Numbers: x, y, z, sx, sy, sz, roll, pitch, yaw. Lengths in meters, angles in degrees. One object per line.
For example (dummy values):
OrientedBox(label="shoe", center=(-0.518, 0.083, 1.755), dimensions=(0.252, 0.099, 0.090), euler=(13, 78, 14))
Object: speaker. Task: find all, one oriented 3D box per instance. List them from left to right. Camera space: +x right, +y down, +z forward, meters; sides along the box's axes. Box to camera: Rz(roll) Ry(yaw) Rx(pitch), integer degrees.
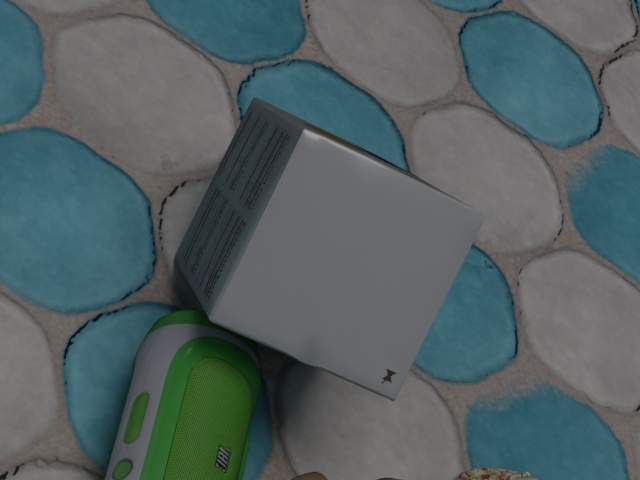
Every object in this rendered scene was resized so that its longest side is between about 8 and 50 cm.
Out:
OrientedBox(label="speaker", center=(-0.134, 0.211, 1.457), dimensions=(0.131, 0.131, 0.296), euler=(25, 48, -16))

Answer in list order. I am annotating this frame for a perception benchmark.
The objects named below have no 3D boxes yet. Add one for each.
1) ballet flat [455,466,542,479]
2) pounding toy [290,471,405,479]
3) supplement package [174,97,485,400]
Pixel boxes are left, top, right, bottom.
OrientedBox(label="ballet flat", center=(0.257, 0.296, 1.683), dimensions=(0.241, 0.077, 0.091), euler=(29, 48, -12))
OrientedBox(label="pounding toy", center=(0.053, 0.308, 1.496), dimensions=(0.154, 0.155, 0.269), euler=(-38, 114, -34))
OrientedBox(label="supplement package", center=(0.000, 0.000, 1.565), dimensions=(0.199, 0.198, 0.263), euler=(25, 5, -16))
